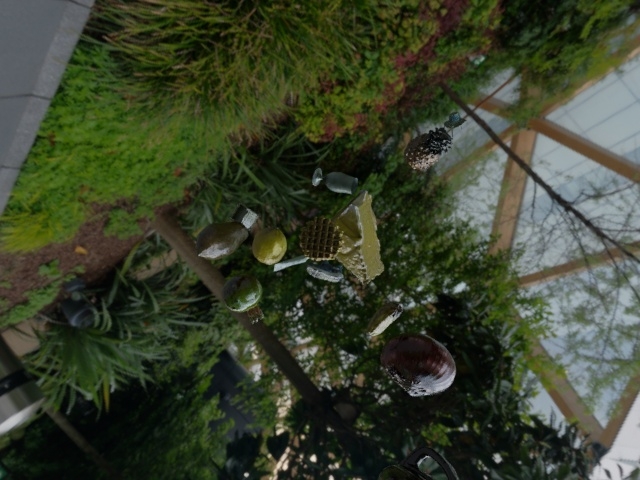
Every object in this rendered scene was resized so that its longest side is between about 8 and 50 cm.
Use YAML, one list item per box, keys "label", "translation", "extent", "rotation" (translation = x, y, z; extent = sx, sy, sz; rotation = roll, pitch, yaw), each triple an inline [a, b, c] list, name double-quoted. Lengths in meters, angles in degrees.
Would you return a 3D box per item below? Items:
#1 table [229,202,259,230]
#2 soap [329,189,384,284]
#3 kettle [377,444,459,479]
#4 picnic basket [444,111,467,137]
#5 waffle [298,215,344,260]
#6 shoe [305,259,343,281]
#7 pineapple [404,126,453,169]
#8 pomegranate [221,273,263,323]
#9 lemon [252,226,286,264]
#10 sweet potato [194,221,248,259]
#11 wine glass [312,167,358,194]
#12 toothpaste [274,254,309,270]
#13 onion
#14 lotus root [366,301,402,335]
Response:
- label: "table"
  translation: [-0.311, -0.098, 1.726]
  extent: [0.079, 0.062, 0.083]
  rotation: [-57, 148, -2]
- label: "soap"
  translation: [0.191, 0.002, 1.733]
  extent: [0.169, 0.338, 0.304]
  rotation: [-51, -172, -38]
- label: "kettle"
  translation: [0.267, 0.762, 1.255]
  extent: [0.271, 0.207, 0.251]
  rotation: [22, -83, 67]
- label: "picnic basket"
  translation: [0.496, -0.428, 1.547]
  extent: [0.083, 0.083, 0.065]
  rotation: [10, -138, 45]
- label: "waffle"
  translation: [0.001, -0.005, 1.641]
  extent: [0.191, 0.191, 0.038]
  rotation: [-41, 163, 16]
- label: "shoe"
  translation: [0.017, 0.105, 1.544]
  extent: [0.064, 0.142, 0.071]
  rotation: [113, -12, -57]
- label: "pineapple"
  translation: [0.478, -0.415, 1.841]
  extent: [0.158, 0.158, 0.278]
  rotation: [-42, -179, -17]
- label: "pomegranate"
  translation: [-0.294, 0.225, 1.653]
  extent: [0.159, 0.205, 0.159]
  rotation: [-32, 176, -2]
- label: "lemon"
  translation: [-0.285, 0.029, 2.378]
  extent: [0.192, 0.192, 0.231]
  rotation: [-49, 163, -72]
- label: "sweet potato"
  translation: [-0.344, -0.010, 1.554]
  extent: [0.130, 0.130, 0.422]
  rotation: [-41, -179, 12]
- label: "wine glass"
  translation: [0.070, -0.272, 1.950]
  extent: [0.093, 0.202, 0.093]
  rotation: [-43, 142, -47]
- label: "toothpaste"
  translation: [-0.160, 0.122, 2.359]
  extent: [0.218, 0.041, 0.064]
  rotation: [-16, 145, -27]
- label: "onion"
  translation: [0.366, 0.428, 1.563]
  extent: [0.273, 0.273, 0.285]
  rotation: [-39, -167, 46]
- label: "lotus root"
  translation: [0.322, 0.401, 2.187]
  extent: [0.258, 0.110, 0.097]
  rotation: [-51, -140, 28]
